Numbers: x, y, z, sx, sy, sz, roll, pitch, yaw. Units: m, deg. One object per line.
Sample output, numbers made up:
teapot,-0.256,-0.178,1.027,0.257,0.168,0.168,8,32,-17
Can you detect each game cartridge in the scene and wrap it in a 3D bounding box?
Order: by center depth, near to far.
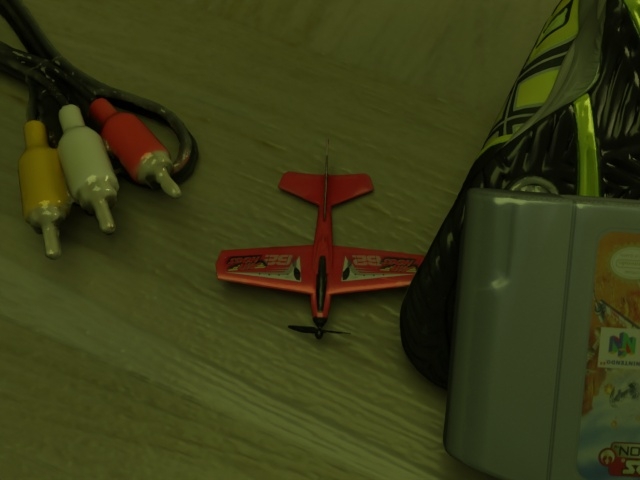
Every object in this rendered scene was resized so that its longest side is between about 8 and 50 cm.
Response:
game cartridge,0.231,0.074,0.904,0.297,0.062,0.198,4,92,-4

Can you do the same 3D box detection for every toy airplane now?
toy airplane,0.000,0.000,1.017,0.151,0.028,0.151,-1,65,1

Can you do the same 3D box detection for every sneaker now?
sneaker,0.184,-0.062,0.988,0.145,0.147,0.384,35,89,-9

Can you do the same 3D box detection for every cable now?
cable,-0.191,-0.117,1.057,0.139,0.072,0.287,-25,67,-14
